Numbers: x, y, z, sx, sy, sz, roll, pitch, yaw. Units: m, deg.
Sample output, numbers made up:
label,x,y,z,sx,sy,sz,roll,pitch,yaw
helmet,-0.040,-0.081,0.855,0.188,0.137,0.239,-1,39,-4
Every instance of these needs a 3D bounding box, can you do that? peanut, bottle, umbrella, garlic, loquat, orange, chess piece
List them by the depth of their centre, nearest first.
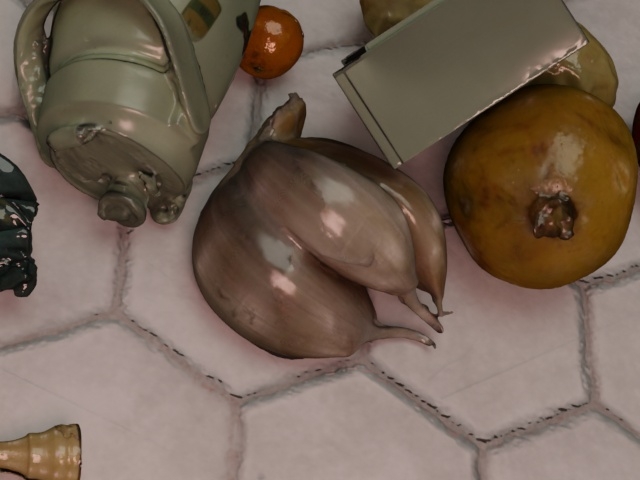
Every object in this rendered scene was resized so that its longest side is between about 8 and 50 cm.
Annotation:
label,x,y,z,sx,sy,sz,roll,pitch,yaw
chess piece,-0.293,0.186,1.383,0.172,0.060,0.060,2,54,-16
umbrella,-0.424,-0.001,1.448,0.348,0.094,0.143,-4,52,-21
garlic,0.000,0.000,1.599,0.292,0.210,0.237,47,18,19
bottle,-0.187,-0.189,1.608,0.229,0.229,0.352,18,58,-8
loquat,0.228,-0.052,1.639,0.213,0.213,0.246,20,16,-6
orange,-0.059,-0.217,1.753,0.083,0.083,0.084,10,52,-13
peanut,0.191,-0.218,1.817,0.318,0.147,0.148,26,50,-5

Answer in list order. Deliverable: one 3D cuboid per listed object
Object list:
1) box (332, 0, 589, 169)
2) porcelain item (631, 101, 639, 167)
label,x,y,z,sx,sy,sz,roll,pitch,yaw
box,0.147,-0.191,1.632,0.117,0.225,0.225,57,11,-2
porcelain item,0.484,-0.130,1.800,0.252,0.253,0.253,10,52,-13
